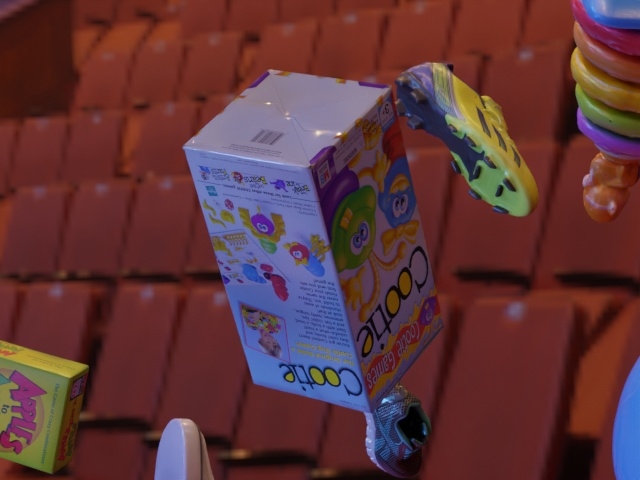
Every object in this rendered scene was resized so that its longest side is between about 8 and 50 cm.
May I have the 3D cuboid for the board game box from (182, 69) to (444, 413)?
[{"bbox_3d":[0.000,0.000,1.705,0.144,0.275,0.142,11,41,33],"label":"board game box"}]

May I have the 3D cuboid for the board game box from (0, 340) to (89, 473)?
[{"bbox_3d":[-0.303,0.134,1.628,0.181,0.092,0.043,16,14,13],"label":"board game box"}]

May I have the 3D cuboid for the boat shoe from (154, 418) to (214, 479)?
[{"bbox_3d":[-0.142,0.339,2.187,0.084,0.258,0.095,-2,1,-30],"label":"boat shoe"}]

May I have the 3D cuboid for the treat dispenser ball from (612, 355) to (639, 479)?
[{"bbox_3d":[0.392,0.177,1.549,0.288,0.288,0.288,-2,-1,0],"label":"treat dispenser ball"}]

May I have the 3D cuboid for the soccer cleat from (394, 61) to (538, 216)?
[{"bbox_3d":[0.211,-0.144,2.415,0.121,0.093,0.289,-21,50,-26],"label":"soccer cleat"}]

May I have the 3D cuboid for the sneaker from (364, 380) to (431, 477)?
[{"bbox_3d":[0.090,0.213,2.012,0.065,0.166,0.076,-40,47,-19],"label":"sneaker"}]

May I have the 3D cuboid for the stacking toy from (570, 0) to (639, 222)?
[{"bbox_3d":[0.306,-0.141,1.795,0.166,0.301,0.175,1,35,-7],"label":"stacking toy"}]
